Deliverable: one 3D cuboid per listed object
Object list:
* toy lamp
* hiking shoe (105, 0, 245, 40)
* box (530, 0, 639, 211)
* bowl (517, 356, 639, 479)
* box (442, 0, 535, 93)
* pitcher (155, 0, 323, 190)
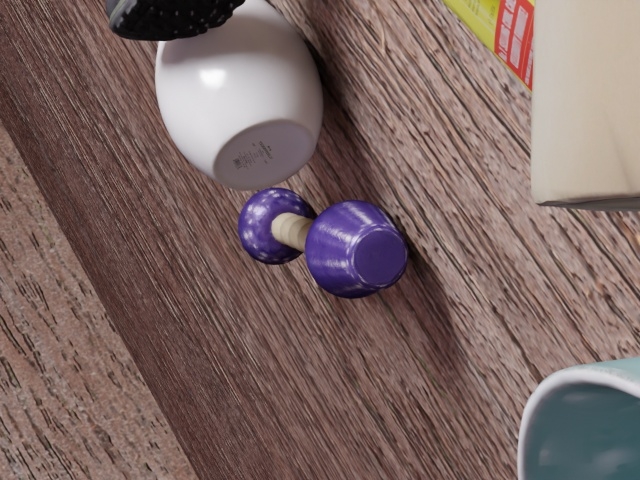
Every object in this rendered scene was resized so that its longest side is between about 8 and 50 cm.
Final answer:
[{"bbox_3d":[0.000,0.000,1.332,0.080,0.080,0.275,69,164,-11],"label":"toy lamp"},{"bbox_3d":[-0.086,-0.236,1.178,0.227,0.086,0.114,-42,52,39],"label":"hiking shoe"},{"bbox_3d":[0.130,-0.159,0.321,0.121,0.148,0.311,-179,92,-74],"label":"box"},{"bbox_3d":[0.228,0.159,0.647,0.311,0.163,0.311,58,164,28],"label":"bowl"},{"bbox_3d":[0.055,-0.181,0.818,0.232,0.058,0.087,48,167,16],"label":"box"},{"bbox_3d":[-0.065,-0.132,1.312,0.178,0.125,0.207,52,-166,-55],"label":"pitcher"}]
